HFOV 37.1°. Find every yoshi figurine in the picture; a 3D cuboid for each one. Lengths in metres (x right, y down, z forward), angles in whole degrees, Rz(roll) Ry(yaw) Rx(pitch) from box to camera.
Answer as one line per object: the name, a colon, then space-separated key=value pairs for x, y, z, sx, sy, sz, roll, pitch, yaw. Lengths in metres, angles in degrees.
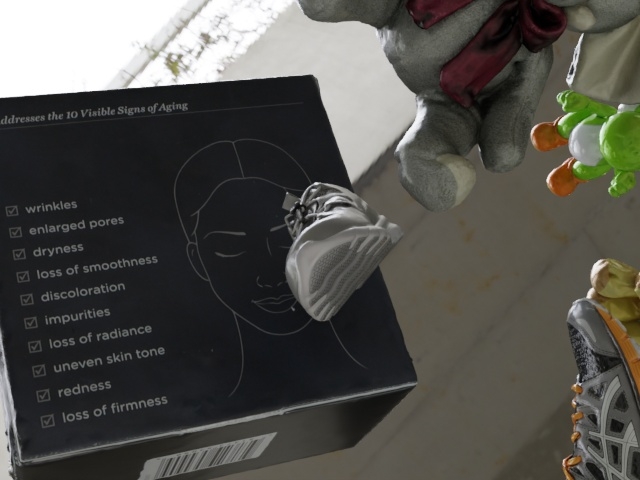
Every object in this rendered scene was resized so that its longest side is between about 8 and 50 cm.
yoshi figurine: x=0.540 y=-0.187 z=1.826 sx=0.204 sy=0.362 sz=0.203 roll=23 pitch=-107 yaw=-19

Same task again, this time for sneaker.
sneaker: x=0.203 y=0.144 z=0.656 sx=0.083 sy=0.214 sz=0.084 roll=-19 pitch=-19 yaw=17
sneaker: x=0.000 y=0.000 z=0.930 sx=0.115 sy=0.281 sz=0.105 roll=39 pitch=-82 yaw=6

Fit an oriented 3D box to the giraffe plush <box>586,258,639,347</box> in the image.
giraffe plush: x=0.512 y=0.074 z=1.381 sx=0.170 sy=0.210 sz=0.181 roll=-44 pitch=-38 yaw=-36

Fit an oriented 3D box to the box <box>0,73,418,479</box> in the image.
box: x=-0.193 y=0.061 z=1.265 sx=0.480 sy=0.471 sz=0.297 roll=-8 pitch=-25 yaw=-20

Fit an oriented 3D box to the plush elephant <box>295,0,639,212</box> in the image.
plush elephant: x=0.184 y=-0.218 z=0.868 sx=0.330 sy=0.255 sz=0.271 roll=-31 pitch=-86 yaw=-51
